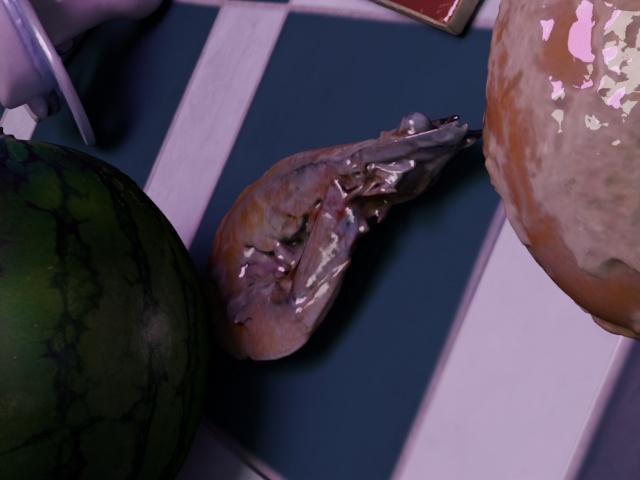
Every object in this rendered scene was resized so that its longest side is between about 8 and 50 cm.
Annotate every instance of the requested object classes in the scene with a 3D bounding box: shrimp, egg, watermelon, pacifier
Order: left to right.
[{"bbox_3d":[-0.250,0.090,0.826,0.363,0.363,0.363,-27,51,41],"label":"watermelon"},{"bbox_3d":[-0.285,-0.263,1.194,0.233,0.299,0.244,-25,11,-6],"label":"pacifier"},{"bbox_3d":[0.000,0.000,0.791,0.317,0.062,0.164,-28,55,46],"label":"shrimp"},{"bbox_3d":[0.173,-0.068,0.502,0.195,0.195,0.233,-7,78,50],"label":"egg"}]

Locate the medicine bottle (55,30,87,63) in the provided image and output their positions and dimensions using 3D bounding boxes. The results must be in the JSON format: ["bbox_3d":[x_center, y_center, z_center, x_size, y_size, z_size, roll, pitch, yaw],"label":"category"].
[{"bbox_3d":[-0.340,-0.324,1.333,0.188,0.119,0.094,-45,40,26],"label":"medicine bottle"}]

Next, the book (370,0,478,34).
[{"bbox_3d":[0.074,-0.338,0.906,0.262,0.028,0.374,-60,36,7],"label":"book"}]
